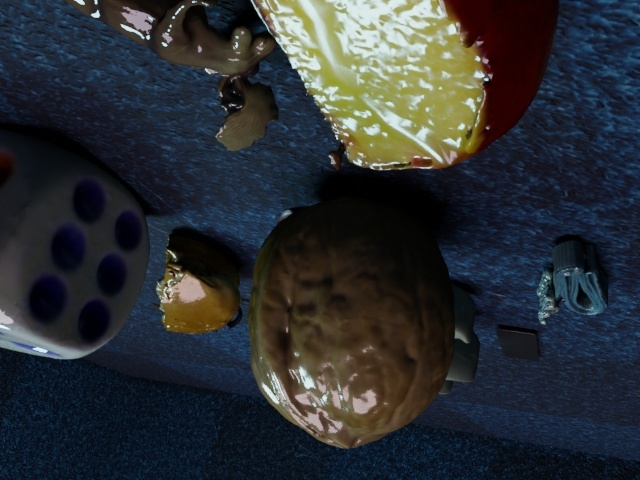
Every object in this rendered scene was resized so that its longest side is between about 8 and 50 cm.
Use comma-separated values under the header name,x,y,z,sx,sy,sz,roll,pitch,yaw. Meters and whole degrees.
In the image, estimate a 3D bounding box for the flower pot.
name,x,y,z,sx,sy,sz,roll,pitch,yaw
flower pot,0.103,0.178,1.242,0.367,0.164,0.254,-1,140,25

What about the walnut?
name,x,y,z,sx,sy,sz,roll,pitch,yaw
walnut,0.038,0.104,0.888,0.277,0.313,0.252,-4,171,25

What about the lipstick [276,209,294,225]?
name,x,y,z,sx,sy,sz,roll,pitch,yaw
lipstick,0.000,0.000,1.026,0.141,0.040,0.040,28,156,-34

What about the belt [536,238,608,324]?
name,x,y,z,sx,sy,sz,roll,pitch,yaw
belt,0.328,0.053,0.925,0.100,0.065,0.179,-5,152,24

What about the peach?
name,x,y,z,sx,sy,sz,roll,pitch,yaw
peach,0.048,-0.165,0.387,0.159,0.154,0.267,9,152,39

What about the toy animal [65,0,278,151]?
name,x,y,z,sx,sy,sz,roll,pitch,yaw
toy animal,-0.113,-0.177,0.577,0.214,0.093,0.186,27,153,-13

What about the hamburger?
name,x,y,z,sx,sy,sz,roll,pitch,yaw
hamburger,-0.222,0.094,1.279,0.157,0.144,0.283,15,158,-5

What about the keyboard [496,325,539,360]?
name,x,y,z,sx,sy,sz,roll,pitch,yaw
keyboard,0.387,0.202,1.351,0.074,0.015,0.196,2,158,20

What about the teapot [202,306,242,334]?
name,x,y,z,sx,sy,sz,roll,pitch,yaw
teapot,-0.262,0.163,1.557,0.177,0.096,0.087,9,159,13

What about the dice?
name,x,y,z,sx,sy,sz,roll,pitch,yaw
dice,-0.464,0.013,1.035,0.304,0.277,0.304,8,157,20
